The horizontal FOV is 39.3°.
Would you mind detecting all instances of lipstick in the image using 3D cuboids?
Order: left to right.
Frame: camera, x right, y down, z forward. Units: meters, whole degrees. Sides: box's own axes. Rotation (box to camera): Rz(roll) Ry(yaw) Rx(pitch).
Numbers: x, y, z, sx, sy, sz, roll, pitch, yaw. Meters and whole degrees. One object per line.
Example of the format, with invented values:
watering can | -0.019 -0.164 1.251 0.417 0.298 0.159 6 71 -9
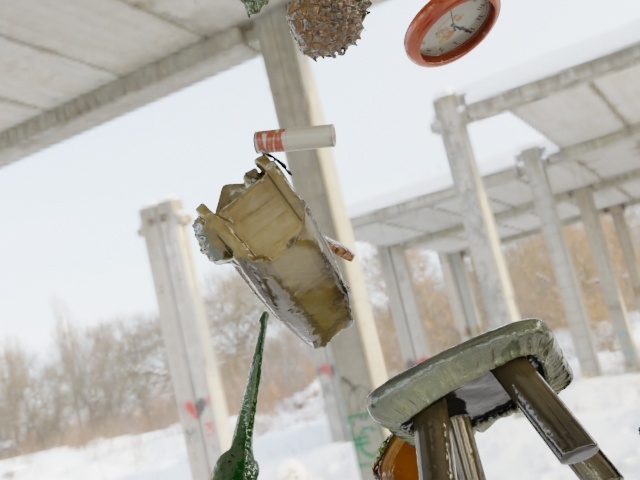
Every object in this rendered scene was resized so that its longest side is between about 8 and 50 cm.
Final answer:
lipstick | -0.041 -0.165 1.457 0.130 0.038 0.038 -3 -7 12

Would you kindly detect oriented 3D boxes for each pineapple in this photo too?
pineapple | 0.025 -0.490 1.991 0.193 0.166 0.166 -24 -10 2

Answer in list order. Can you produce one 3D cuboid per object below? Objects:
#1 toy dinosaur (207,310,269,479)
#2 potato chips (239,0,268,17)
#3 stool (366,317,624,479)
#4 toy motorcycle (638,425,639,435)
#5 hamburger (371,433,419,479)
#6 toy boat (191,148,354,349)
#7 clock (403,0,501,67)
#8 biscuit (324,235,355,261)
toy dinosaur | -0.114 0.348 1.361 0.087 0.447 0.301 18 -61 -19
potato chips | -0.145 -0.554 1.806 0.092 0.207 0.028 -23 -16 32
stool | 0.269 0.306 1.389 0.310 0.226 0.310 -28 -35 13
toy motorcycle | 0.480 0.302 1.135 0.122 0.082 0.213 13 23 0
hamburger | 0.170 0.416 1.610 0.137 0.166 0.087 -54 10 -28
toy boat | -0.057 0.031 1.190 0.136 0.162 0.445 -42 -27 -7
clock | 0.248 -0.408 1.694 0.205 0.051 0.205 -23 -24 -11
biscuit | 0.000 0.000 1.506 0.130 0.019 0.102 24 4 -19
